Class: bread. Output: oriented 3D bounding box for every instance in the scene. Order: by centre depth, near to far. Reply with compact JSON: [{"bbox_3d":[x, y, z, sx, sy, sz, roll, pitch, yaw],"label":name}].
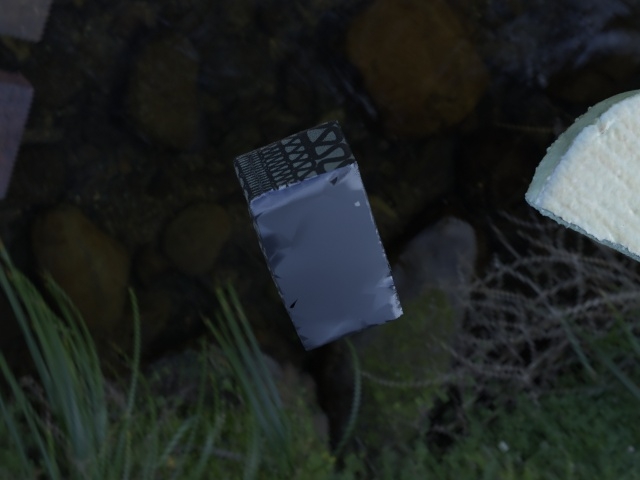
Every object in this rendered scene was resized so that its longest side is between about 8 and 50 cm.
[{"bbox_3d":[0.211,-0.039,0.801,0.193,0.036,0.112,24,92,-33],"label":"bread"}]

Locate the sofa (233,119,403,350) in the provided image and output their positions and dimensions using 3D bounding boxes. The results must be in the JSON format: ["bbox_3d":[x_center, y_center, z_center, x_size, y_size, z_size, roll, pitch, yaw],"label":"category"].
[{"bbox_3d":[0.000,0.000,0.672,0.060,0.039,0.118,-22,134,-2],"label":"sofa"}]
